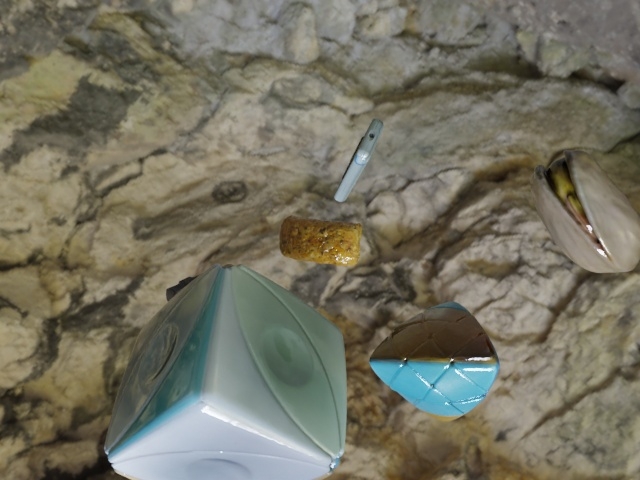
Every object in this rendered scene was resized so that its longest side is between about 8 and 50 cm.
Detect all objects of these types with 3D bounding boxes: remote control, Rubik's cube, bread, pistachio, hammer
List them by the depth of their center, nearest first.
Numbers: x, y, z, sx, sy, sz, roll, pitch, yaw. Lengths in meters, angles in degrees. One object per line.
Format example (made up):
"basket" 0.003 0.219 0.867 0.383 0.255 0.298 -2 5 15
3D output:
"remote control" 0.040 -0.084 0.729 0.017 0.053 0.124 25 159 -2
"Rubik's cube" 0.208 0.267 1.313 0.254 0.254 0.254 39 -164 -13
"Rubik's cube" -0.177 0.301 1.338 0.347 0.352 0.352 35 -140 -27
"pistachio" 0.545 -0.047 1.379 0.288 0.166 0.197 47 -148 -10
"bread" 0.000 0.000 1.665 0.211 0.114 0.083 5 -177 20
"hammer" -0.333 0.256 1.674 0.043 0.365 0.111 27 -147 31
